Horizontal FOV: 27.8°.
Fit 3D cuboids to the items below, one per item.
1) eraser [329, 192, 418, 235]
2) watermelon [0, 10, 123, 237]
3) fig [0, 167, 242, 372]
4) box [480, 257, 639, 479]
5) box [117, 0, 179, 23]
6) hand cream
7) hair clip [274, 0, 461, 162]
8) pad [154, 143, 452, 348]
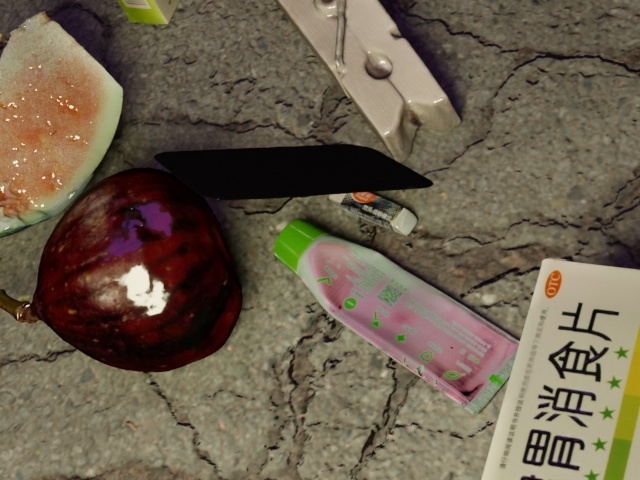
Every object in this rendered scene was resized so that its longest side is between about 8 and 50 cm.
[{"bbox_3d":[0.054,-0.033,1.326,0.099,0.019,0.027,24,68,33],"label":"eraser"},{"bbox_3d":[-0.373,-0.101,1.430,0.305,0.180,0.224,-45,42,-15],"label":"watermelon"},{"bbox_3d":[-0.208,0.043,1.260,0.250,0.186,0.203,-21,69,-7],"label":"fig"},{"bbox_3d":[0.232,0.191,1.027,0.173,0.145,0.332,6,60,27],"label":"box"},{"bbox_3d":[-0.197,-0.420,1.588,0.062,0.175,0.260,8,59,26],"label":"box"},{"bbox_3d":[0.069,0.063,1.244,0.275,0.050,0.079,34,98,29],"label":"hand cream"},{"bbox_3d":[0.034,-0.227,1.425,0.101,0.085,0.330,-31,53,0],"label":"hair clip"},{"bbox_3d":[0.006,-0.019,1.216,0.250,0.055,0.323,-4,39,-27],"label":"pad"}]
